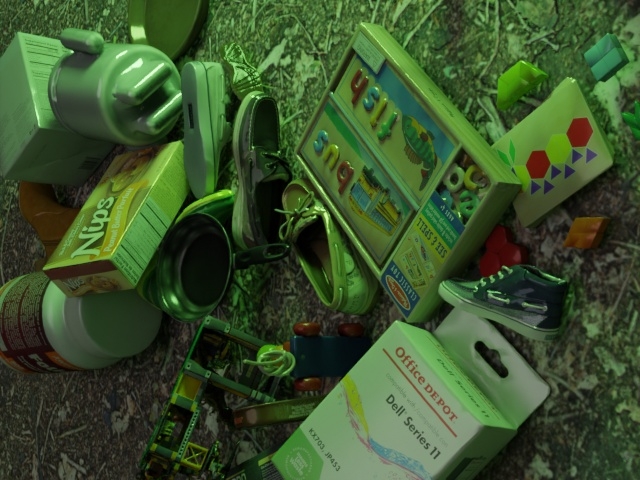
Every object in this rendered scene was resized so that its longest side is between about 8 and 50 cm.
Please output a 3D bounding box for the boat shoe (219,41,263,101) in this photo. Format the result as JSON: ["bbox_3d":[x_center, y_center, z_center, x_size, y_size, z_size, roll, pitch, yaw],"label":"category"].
[{"bbox_3d":[-0.144,-0.301,1.943,0.056,0.048,0.153,-27,61,-6],"label":"boat shoe"}]

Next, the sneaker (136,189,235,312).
[{"bbox_3d":[-0.233,0.022,1.982,0.123,0.109,0.295,43,117,12],"label":"sneaker"}]

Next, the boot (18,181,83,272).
[{"bbox_3d":[-0.583,-0.054,2.381,0.211,0.104,0.295,-20,76,40],"label":"boot"}]

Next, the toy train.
[{"bbox_3d":[-0.053,0.183,1.636,0.143,0.248,0.105,-11,78,52],"label":"toy train"}]

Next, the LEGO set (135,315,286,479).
[{"bbox_3d":[-0.167,0.293,1.806,0.255,0.192,0.331,124,168,-62],"label":"LEGO set"}]

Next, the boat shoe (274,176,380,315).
[{"bbox_3d":[0.000,0.000,1.709,0.105,0.089,0.285,-56,48,29],"label":"boat shoe"}]

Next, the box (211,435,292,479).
[{"bbox_3d":[-0.016,0.478,1.672,0.395,0.097,0.318,-36,61,40],"label":"box"}]

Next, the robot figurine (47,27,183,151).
[{"bbox_3d":[-0.416,-0.296,2.112,0.353,0.200,0.300,14,138,46],"label":"robot figurine"}]

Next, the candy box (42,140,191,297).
[{"bbox_3d":[-0.372,-0.043,1.990,0.183,0.087,0.316,-9,42,35],"label":"candy box"}]

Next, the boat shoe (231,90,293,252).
[{"bbox_3d":[-0.094,-0.116,1.828,0.092,0.102,0.285,10,97,43],"label":"boat shoe"}]

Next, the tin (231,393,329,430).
[{"bbox_3d":[-0.048,0.271,1.661,0.106,0.189,0.040,-36,62,58],"label":"tin"}]

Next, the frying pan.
[{"bbox_3d":[-0.175,0.018,1.829,0.326,0.053,0.197,-35,60,31],"label":"frying pan"}]

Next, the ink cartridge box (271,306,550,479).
[{"bbox_3d":[0.121,0.258,1.449,0.353,0.119,0.207,-50,56,13],"label":"ink cartridge box"}]

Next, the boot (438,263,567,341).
[{"bbox_3d":[0.250,0.064,1.431,0.190,0.069,0.086,22,110,36],"label":"boot"}]

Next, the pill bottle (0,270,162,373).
[{"bbox_3d":[-0.511,0.160,2.172,0.392,0.224,0.224,-12,77,48],"label":"pill bottle"}]

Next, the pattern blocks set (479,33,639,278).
[{"bbox_3d":[0.309,-0.113,1.412,0.325,0.026,0.285,-31,64,47],"label":"pattern blocks set"}]

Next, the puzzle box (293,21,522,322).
[{"bbox_3d":[0.113,-0.110,1.601,0.409,0.052,0.272,56,130,38],"label":"puzzle box"}]

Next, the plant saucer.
[{"bbox_3d":[-0.310,-0.492,2.152,0.278,0.041,0.278,-6,82,48],"label":"plant saucer"}]

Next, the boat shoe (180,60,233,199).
[{"bbox_3d":[-0.205,-0.207,1.969,0.095,0.084,0.258,19,113,54],"label":"boat shoe"}]

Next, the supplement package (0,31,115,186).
[{"bbox_3d":[-0.605,-0.289,2.344,0.199,0.198,0.263,-41,57,39],"label":"supplement package"}]
